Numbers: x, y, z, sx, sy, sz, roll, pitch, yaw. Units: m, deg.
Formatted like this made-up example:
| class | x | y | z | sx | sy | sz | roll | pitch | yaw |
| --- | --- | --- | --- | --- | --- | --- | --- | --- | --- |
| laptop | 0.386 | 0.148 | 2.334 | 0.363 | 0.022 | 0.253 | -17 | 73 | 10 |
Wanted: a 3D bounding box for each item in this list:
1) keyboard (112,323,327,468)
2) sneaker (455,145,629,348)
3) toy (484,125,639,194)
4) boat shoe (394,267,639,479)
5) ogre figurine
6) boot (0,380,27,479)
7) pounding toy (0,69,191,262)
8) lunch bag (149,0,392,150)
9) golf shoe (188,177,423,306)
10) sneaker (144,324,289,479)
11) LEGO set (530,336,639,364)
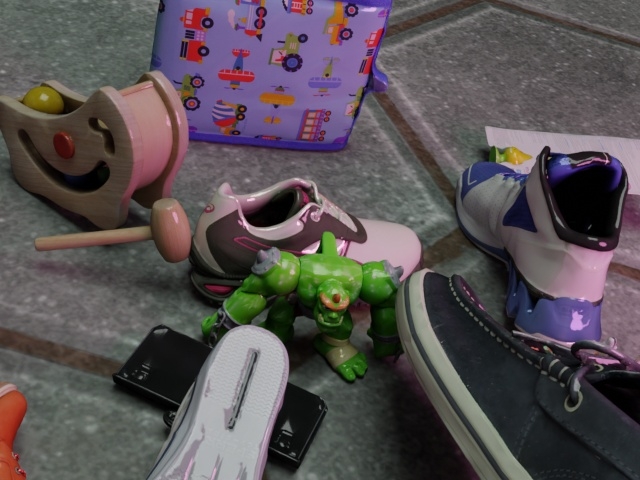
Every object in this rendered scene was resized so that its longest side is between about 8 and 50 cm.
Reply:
| class | x | y | z | sx | sy | sz | roll | pitch | yaw |
| --- | --- | --- | --- | --- | --- | --- | --- | --- | --- |
| keyboard | -0.092 | 0.145 | 0.804 | 0.180 | 0.023 | 0.108 | 23 | 38 | 9 |
| sneaker | 0.263 | -0.038 | 1.036 | 0.127 | 0.182 | 0.315 | 8 | 29 | -13 |
| toy | 0.346 | -0.093 | 1.265 | 0.237 | 0.056 | 0.137 | 7 | 41 | -6 |
| boat shoe | 0.200 | 0.160 | 0.676 | 0.187 | 0.156 | 0.500 | 50 | 4 | -32 |
| ogre figurine | -0.005 | 0.061 | 0.868 | 0.197 | 0.118 | 0.097 | 18 | 36 | 2 |
| boot | -0.240 | 0.178 | 0.678 | 0.084 | 0.059 | 0.158 | 18 | 45 | -4 |
| pounding toy | -0.237 | -0.088 | 0.911 | 0.269 | 0.154 | 0.155 | 24 | 35 | 28 |
| lunch bag | -0.055 | -0.226 | 1.134 | 0.293 | 0.221 | 0.138 | 11 | 37 | -8 |
| golf shoe | 0.000 | 0.000 | 0.952 | 0.272 | 0.120 | 0.105 | -4 | 40 | -28 |
| sneaker | -0.088 | 0.191 | 0.697 | 0.094 | 0.091 | 0.258 | 25 | 57 | 0 |
| LEGO set | 0.296 | 0.138 | 0.899 | 0.287 | 0.107 | 0.132 | 20 | 36 | 3 |
